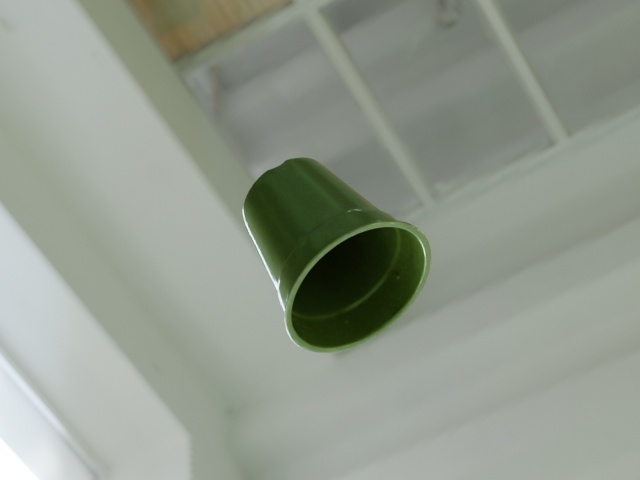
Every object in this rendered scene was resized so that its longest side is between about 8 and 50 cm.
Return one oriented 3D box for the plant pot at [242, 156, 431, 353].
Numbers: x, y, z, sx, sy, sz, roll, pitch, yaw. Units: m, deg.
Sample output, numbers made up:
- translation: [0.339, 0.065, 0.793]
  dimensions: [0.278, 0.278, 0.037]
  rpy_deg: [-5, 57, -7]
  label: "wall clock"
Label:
- translation: [0.000, 0.000, 0.935]
  dimensions: [0.083, 0.083, 0.079]
  rpy_deg: [-37, -128, -3]
  label: "plant pot"
